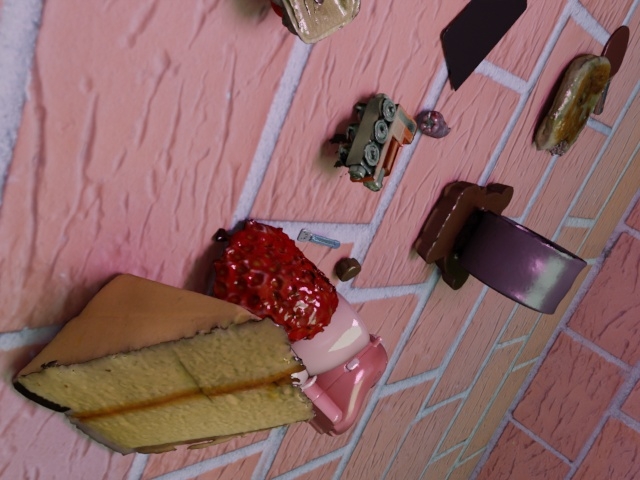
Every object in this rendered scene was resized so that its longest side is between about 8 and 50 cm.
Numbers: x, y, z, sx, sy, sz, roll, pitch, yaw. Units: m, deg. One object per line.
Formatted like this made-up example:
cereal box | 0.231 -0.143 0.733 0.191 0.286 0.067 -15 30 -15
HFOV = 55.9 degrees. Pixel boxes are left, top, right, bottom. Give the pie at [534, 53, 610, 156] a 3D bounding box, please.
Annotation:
pie | 0.692 -0.368 1.652 0.303 0.067 0.302 -32 140 -31

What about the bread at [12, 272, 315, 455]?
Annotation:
bread | -0.198 0.226 0.849 0.242 0.405 0.345 -53 135 -21

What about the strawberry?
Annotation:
strawberry | -0.057 0.079 0.988 0.234 0.178 0.233 -21 115 -54

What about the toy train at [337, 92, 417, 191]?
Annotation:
toy train | 0.101 -0.167 1.047 0.118 0.074 0.175 40 60 -41

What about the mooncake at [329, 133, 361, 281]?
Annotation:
mooncake | 0.052 -0.042 1.158 0.150 0.057 0.346 -20 134 -40

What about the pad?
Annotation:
pad | 0.333 -0.439 1.203 0.265 0.009 0.159 -49 146 -12

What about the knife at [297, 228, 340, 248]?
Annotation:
knife | 0.000 0.000 1.143 0.096 0.010 0.027 15 113 -34

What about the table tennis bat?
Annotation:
table tennis bat | 0.851 -0.496 1.780 0.154 0.021 0.274 -34 139 -28

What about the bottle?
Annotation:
bottle | -0.033 0.215 1.206 0.237 0.147 0.147 -35 142 -14

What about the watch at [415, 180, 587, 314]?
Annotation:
watch | 0.453 0.036 1.473 0.335 0.327 0.314 12 108 -54

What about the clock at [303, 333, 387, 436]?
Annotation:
clock | 0.063 0.312 1.353 0.241 0.142 0.227 -43 169 -23

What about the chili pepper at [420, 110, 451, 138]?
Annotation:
chili pepper | 0.233 -0.234 1.227 0.050 0.041 0.153 -44 167 20

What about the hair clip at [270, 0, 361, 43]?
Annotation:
hair clip | -0.043 -0.397 0.707 0.138 0.091 0.321 -37 132 -26
